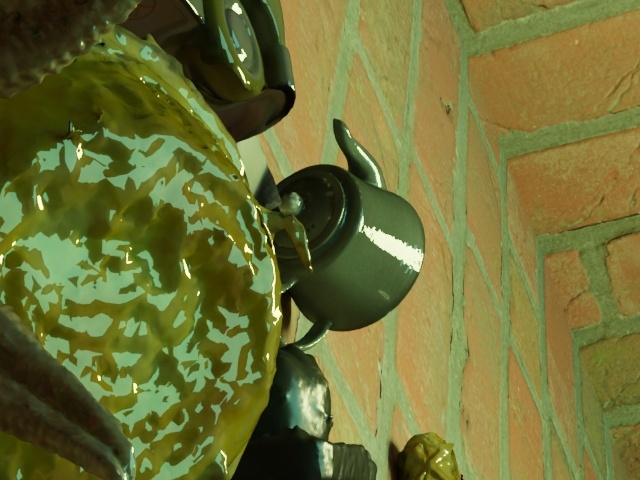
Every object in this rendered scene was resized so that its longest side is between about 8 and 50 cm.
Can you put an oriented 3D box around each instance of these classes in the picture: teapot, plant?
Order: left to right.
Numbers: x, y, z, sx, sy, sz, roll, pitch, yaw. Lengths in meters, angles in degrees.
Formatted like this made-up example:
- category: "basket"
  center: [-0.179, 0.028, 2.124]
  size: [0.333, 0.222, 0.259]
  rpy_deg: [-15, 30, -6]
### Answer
- category: "plant"
  center: [-0.035, 0.210, 1.500]
  size: [0.164, 0.142, 0.256]
  rpy_deg: [32, 49, -66]
- category: "teapot"
  center: [0.000, 0.000, 1.835]
  size: [0.149, 0.162, 0.239]
  rpy_deg: [41, 66, -49]

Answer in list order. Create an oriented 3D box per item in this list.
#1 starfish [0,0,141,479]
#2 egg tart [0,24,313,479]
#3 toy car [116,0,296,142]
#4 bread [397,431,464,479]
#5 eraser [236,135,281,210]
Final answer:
- category: "starfish"
  center: [-0.247, -0.064, 0.812]
  size: [0.132, 0.384, 0.398]
  rpy_deg: [70, 28, -61]
- category: "egg tart"
  center: [-0.148, 0.041, 0.988]
  size: [0.388, 0.169, 0.387]
  rpy_deg: [-4, 96, -44]
- category: "toy car"
  center: [-0.187, -0.190, 1.180]
  size: [0.336, 0.242, 0.226]
  rpy_deg: [45, 30, -58]
- category: "bread"
  center: [0.136, 0.387, 2.053]
  size: [0.077, 0.084, 0.367]
  rpy_deg: [12, 52, -24]
- category: "eraser"
  center: [-0.117, 0.023, 1.473]
  size: [0.404, 0.096, 0.098]
  rpy_deg: [-70, 141, -63]
